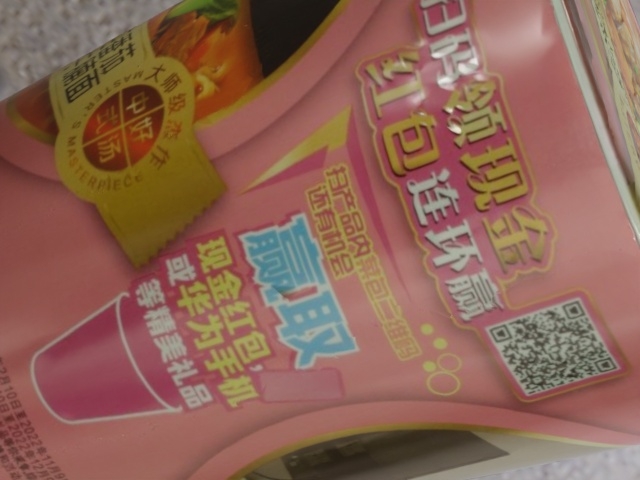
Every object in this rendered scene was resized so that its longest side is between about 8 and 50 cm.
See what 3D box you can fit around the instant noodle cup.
[{"bbox_3d":[0.000,0.000,0.668,0.255,0.244,0.244,-19,132,14],"label":"instant noodle cup"}]
